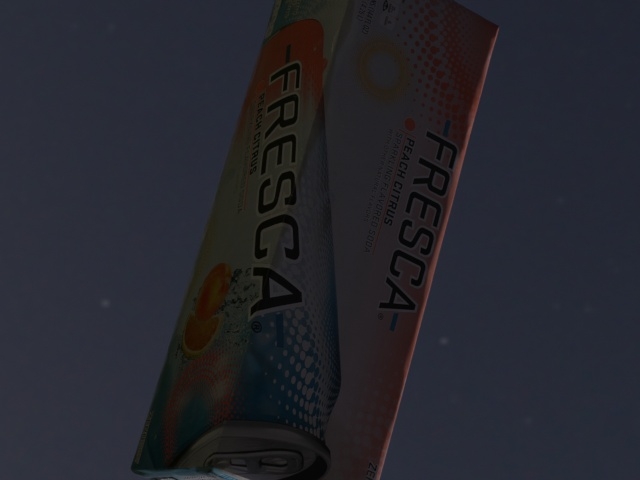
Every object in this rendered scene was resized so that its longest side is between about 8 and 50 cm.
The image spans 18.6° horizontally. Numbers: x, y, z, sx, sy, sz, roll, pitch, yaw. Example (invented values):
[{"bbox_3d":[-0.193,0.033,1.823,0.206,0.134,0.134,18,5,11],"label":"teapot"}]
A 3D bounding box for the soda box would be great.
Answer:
[{"bbox_3d":[0.000,0.000,0.646,0.058,0.063,0.183,-15,-125,57],"label":"soda box"}]
